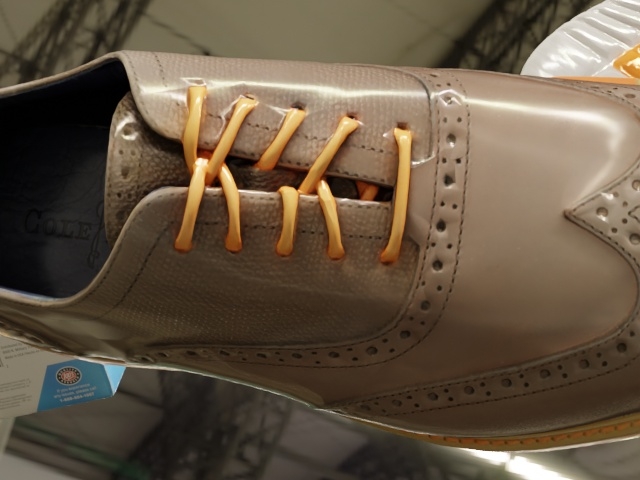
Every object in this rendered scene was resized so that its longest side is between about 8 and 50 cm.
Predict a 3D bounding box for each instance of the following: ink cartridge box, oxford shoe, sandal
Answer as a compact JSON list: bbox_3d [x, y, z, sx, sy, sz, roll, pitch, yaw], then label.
[{"bbox_3d":[-0.166,0.029,0.730,0.088,0.052,0.122,-12,-68,10],"label":"ink cartridge box"},{"bbox_3d":[0.000,0.000,0.443,0.363,0.130,0.132,-2,-11,25],"label":"oxford shoe"},{"bbox_3d":[0.231,-0.104,0.740,0.265,0.102,0.076,-29,-30,-13],"label":"sandal"}]
